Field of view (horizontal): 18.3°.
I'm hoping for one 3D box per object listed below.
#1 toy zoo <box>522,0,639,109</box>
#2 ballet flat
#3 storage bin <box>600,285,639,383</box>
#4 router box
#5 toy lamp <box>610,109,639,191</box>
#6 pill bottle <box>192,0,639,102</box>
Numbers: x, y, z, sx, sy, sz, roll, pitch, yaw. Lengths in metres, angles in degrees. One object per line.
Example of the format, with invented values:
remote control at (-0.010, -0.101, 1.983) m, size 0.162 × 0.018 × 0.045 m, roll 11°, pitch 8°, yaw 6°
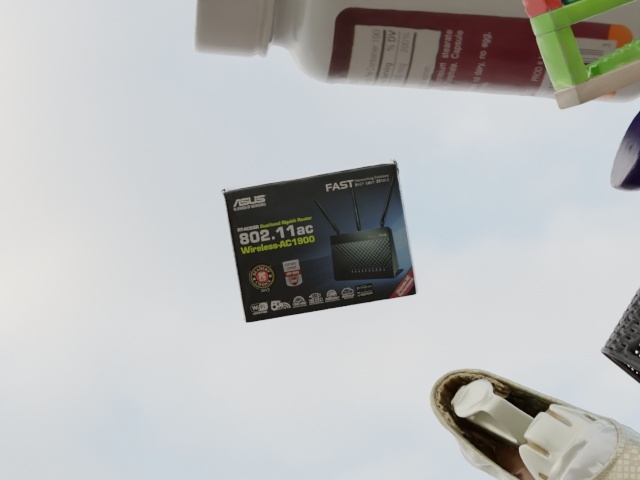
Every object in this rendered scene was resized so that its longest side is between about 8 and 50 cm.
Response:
toy zoo at (0.204, -0.262, 1.440) m, size 0.192 × 0.293 × 0.030 m, roll -23°, pitch 5°, yaw -28°
ballet flat at (0.099, 0.095, 0.900) m, size 0.052 × 0.168 × 0.057 m, roll 43°, pitch -103°, yaw -25°
storage bin at (0.309, 0.099, 1.511) m, size 0.084 × 0.122 × 0.180 m, roll -57°, pitch -39°, yaw -4°
router box at (0.000, 0.000, 1.351) m, size 0.122 × 0.038 × 0.092 m, roll -10°, pitch -84°, yaw 0°
toy lamp at (0.358, -0.022, 1.508) m, size 0.274 × 0.080 × 0.080 m, roll 24°, pitch -56°, yaw -8°
pill bottle at (0.091, -0.240, 1.710) m, size 0.392 × 0.224 × 0.224 m, roll 4°, pitch -45°, yaw -5°
